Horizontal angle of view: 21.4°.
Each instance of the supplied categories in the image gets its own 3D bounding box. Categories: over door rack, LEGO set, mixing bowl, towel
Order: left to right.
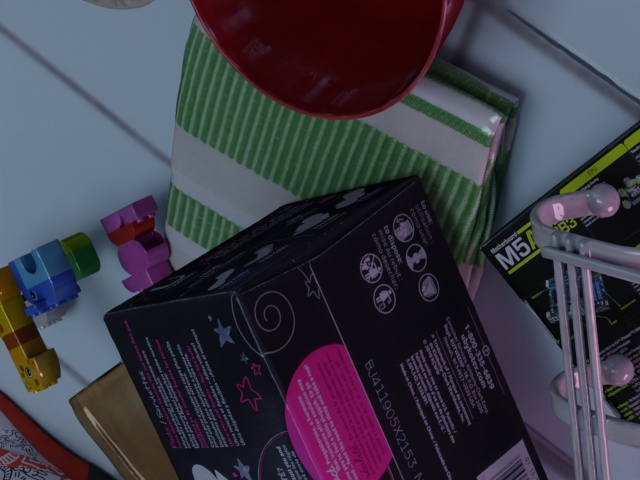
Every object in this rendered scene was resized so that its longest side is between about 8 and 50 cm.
[{"bbox_3d":[-0.189,0.052,1.224,0.227,0.087,0.093,-22,93,53],"label":"LEGO set"},{"bbox_3d":[0.000,0.000,1.094,0.248,0.038,0.325,30,132,26],"label":"towel"},{"bbox_3d":[0.017,-0.167,0.933,0.181,0.098,0.181,20,125,30],"label":"mixing bowl"},{"bbox_3d":[0.243,0.119,0.826,0.324,0.108,0.240,27,135,51],"label":"over door rack"}]

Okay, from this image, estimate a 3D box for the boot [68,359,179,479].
[{"bbox_3d":[-0.093,0.213,1.250,0.236,0.089,0.269,-34,95,41],"label":"boot"}]

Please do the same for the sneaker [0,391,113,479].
[{"bbox_3d":[-0.293,0.203,1.382,0.270,0.145,0.090,29,130,25],"label":"sneaker"}]

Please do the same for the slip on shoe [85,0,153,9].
[{"bbox_3d":[-0.199,-0.267,0.963,0.123,0.101,0.331,-15,137,41],"label":"slip on shoe"}]

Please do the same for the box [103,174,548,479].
[{"bbox_3d":[0.013,0.111,1.002,0.142,0.163,0.247,-10,108,50],"label":"box"}]

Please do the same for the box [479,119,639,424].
[{"bbox_3d":[0.206,0.024,0.926,0.184,0.045,0.190,52,136,5],"label":"box"}]
